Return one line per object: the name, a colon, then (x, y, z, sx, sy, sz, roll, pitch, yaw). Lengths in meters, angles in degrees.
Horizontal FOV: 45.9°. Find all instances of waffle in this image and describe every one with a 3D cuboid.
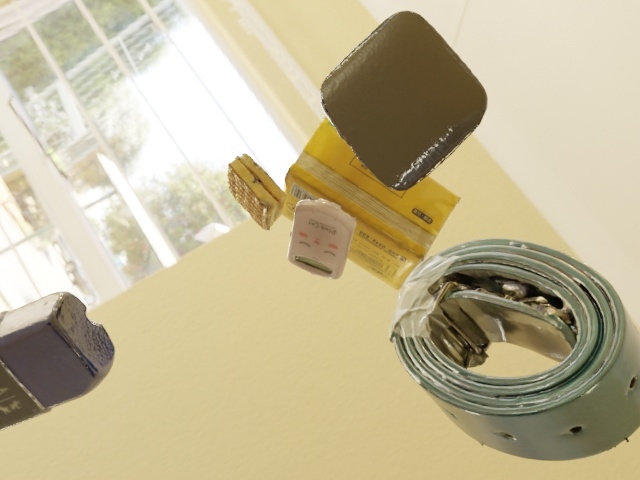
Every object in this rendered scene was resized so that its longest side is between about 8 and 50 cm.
waffle: (-0.102, -0.076, 1.191, 0.102, 0.042, 0.148, 48, -12, 5)

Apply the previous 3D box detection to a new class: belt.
belt: (0.296, 0.160, 1.186, 0.173, 0.300, 0.436, 50, -14, -28)

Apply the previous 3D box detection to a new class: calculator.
calculator: (0.000, 0.000, 1.213, 0.100, 0.032, 0.175, 21, -41, 8)

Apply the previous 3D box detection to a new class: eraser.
eraser: (-0.472, 0.197, 1.096, 0.101, 0.332, 0.155, -91, 156, -59)

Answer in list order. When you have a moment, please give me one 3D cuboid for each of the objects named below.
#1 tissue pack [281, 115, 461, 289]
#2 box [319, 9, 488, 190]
tissue pack: (0.111, -0.087, 1.857, 0.382, 0.228, 0.293, 34, -21, 6)
box: (0.115, -0.196, 1.062, 0.212, 0.201, 0.042, 50, 6, 15)
